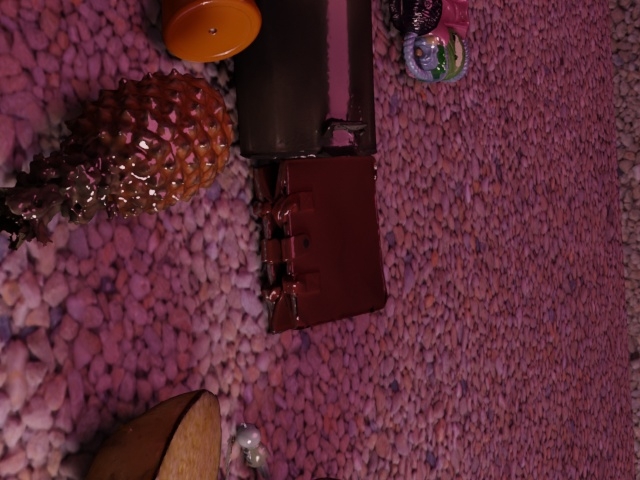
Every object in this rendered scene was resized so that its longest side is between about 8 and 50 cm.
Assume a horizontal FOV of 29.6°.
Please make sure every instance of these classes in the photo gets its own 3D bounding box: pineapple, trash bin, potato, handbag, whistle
[{"bbox_3d":[-0.240,-0.085,1.358,0.361,0.175,0.175,-37,117,-56],"label":"pineapple"},{"bbox_3d":[-0.024,-0.266,1.701,0.203,0.252,0.301,-6,96,-25],"label":"trash bin"},{"bbox_3d":[-0.203,0.303,1.408,0.299,0.116,0.239,-64,153,-56],"label":"potato"},{"bbox_3d":[0.001,0.000,1.839,0.275,0.084,0.260,-7,94,-59],"label":"handbag"},{"bbox_3d":[-0.090,0.290,1.678,0.035,0.035,0.100,-55,133,-48],"label":"whistle"}]

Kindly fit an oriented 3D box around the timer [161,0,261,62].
[{"bbox_3d":[-0.158,-0.334,1.603,0.132,0.132,0.152,30,38,-54],"label":"timer"}]

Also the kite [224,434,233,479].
[{"bbox_3d":[-0.131,0.364,1.547,0.229,0.012,0.250,-53,154,-77],"label":"kite"}]

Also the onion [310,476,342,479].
[{"bbox_3d":[-0.020,0.497,1.651,0.267,0.159,0.348,51,50,-27],"label":"onion"}]

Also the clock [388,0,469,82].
[{"bbox_3d":[0.196,-0.384,2.204,0.195,0.100,0.194,2,85,-58],"label":"clock"}]
